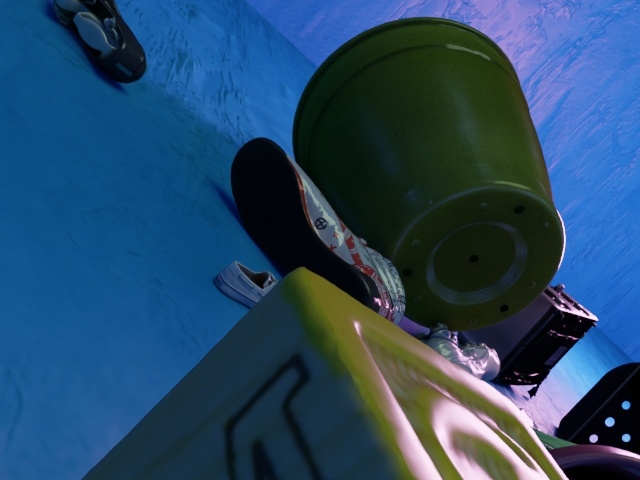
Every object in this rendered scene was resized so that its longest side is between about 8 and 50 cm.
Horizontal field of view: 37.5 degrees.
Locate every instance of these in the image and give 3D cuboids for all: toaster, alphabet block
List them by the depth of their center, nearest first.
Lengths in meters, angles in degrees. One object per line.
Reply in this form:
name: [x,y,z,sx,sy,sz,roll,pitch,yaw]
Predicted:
alphabet block: [0.011,0.166,0.402,0.192,0.197,0.193,33,18,-41]
toaster: [0.329,0.150,1.513,0.168,0.186,0.110,16,28,-50]

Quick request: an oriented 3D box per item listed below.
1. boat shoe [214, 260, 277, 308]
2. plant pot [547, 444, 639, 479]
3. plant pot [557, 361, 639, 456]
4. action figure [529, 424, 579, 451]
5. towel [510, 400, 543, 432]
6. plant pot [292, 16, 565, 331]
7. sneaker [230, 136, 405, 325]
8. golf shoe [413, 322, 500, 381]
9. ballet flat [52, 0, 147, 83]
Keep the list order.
boat shoe: [-0.058,0.047,0.918,0.100,0.035,0.035,33,17,-41]
plant pot: [0.213,0.263,0.776,0.201,0.201,0.180,46,-2,5]
plant pot: [0.489,0.307,1.502,0.187,0.188,0.167,44,1,-3]
action figure: [0.162,0.214,0.950,0.232,0.137,0.063,34,-9,-8]
towel: [0.270,0.302,1.146,0.209,0.034,0.285,50,16,12]
plant pot: [0.168,-0.070,1.316,0.366,0.366,0.353,36,21,-32]
sneaker: [-0.001,0.001,1.124,0.270,0.090,0.145,54,15,24]
golf shoe: [0.186,0.176,1.250,0.176,0.069,0.086,24,41,-44]
ballet flat: [-0.283,-0.275,1.156,0.203,0.074,0.074,53,15,23]
